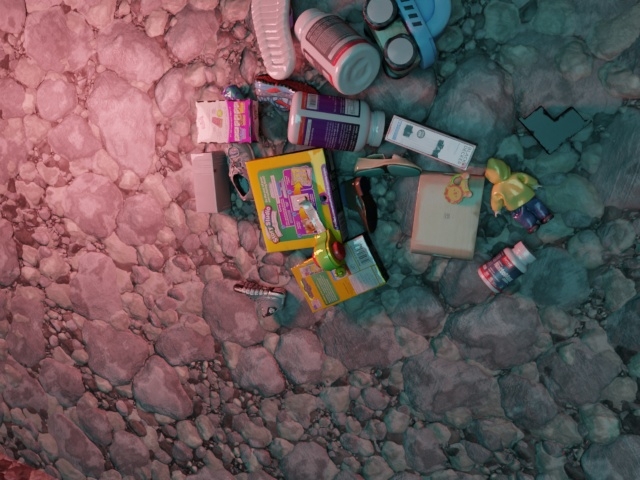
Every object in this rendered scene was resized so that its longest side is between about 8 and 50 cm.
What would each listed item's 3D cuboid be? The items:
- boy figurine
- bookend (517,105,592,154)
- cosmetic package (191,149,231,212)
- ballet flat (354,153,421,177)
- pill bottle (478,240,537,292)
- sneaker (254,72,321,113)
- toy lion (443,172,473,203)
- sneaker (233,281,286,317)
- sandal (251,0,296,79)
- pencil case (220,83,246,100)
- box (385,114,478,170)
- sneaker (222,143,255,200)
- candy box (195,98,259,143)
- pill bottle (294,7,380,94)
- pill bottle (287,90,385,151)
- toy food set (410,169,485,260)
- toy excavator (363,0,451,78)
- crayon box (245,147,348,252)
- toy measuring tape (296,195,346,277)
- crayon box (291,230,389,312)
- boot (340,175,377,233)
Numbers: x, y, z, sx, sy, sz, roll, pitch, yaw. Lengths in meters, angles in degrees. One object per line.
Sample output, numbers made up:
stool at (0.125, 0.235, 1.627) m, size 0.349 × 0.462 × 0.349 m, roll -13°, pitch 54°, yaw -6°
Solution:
boy figurine at (0.648, -0.155, 1.787) m, size 0.177 × 0.092 × 0.285 m, roll -42°, pitch 87°, yaw 15°
bookend at (0.752, -0.388, 1.710) m, size 0.156 × 0.072 × 0.157 m, roll -42°, pitch 87°, yaw 21°
cosmetic package at (-0.430, -0.231, 2.096) m, size 0.107 × 0.127 × 0.238 m, roll -2°, pitch 104°, yaw 19°
ballet flat at (0.241, -0.275, 1.900) m, size 0.248 × 0.086 × 0.086 m, roll 2°, pitch 103°, yaw 19°
pill bottle at (0.650, 0.089, 1.837) m, size 0.108 × 0.108 × 0.180 m, roll 47°, pitch 111°, yaw 3°
sneaker at (-0.116, -0.527, 1.958) m, size 0.261 × 0.104 × 0.125 m, roll 20°, pitch 135°, yaw 7°
toy lion at (0.467, -0.175, 1.805) m, size 0.096 × 0.034 × 0.100 m, roll -8°, pitch 90°, yaw 24°
sneaker at (-0.255, 0.252, 2.177) m, size 0.228 × 0.086 × 0.132 m, roll 8°, pitch 107°, yaw 15°
sandal at (-0.154, -0.774, 1.896) m, size 0.169 × 0.102 × 0.416 m, roll -5°, pitch 88°, yaw 33°
pencil case at (-0.312, -0.517, 2.023) m, size 0.070 × 0.064 × 0.152 m, roll -33°, pitch 91°, yaw -4°
box at (0.379, -0.334, 1.791) m, size 0.290 × 0.169 × 0.087 m, roll 23°, pitch 108°, yaw 11°
sneaker at (-0.307, -0.284, 2.048) m, size 0.105 × 0.115 × 0.281 m, roll -22°, pitch 95°, yaw 21°
candy box at (-0.347, -0.442, 1.976) m, size 0.233 × 0.071 × 0.159 m, roll 4°, pitch 100°, yaw 20°
pill bottle at (0.044, -0.644, 1.772) m, size 0.176 × 0.176 × 0.318 m, roll -50°, pitch 56°, yaw 21°
pill bottle at (0.053, -0.408, 1.844) m, size 0.322 × 0.181 × 0.182 m, roll 7°, pitch 106°, yaw -6°
toy food set at (0.449, -0.089, 1.879) m, size 0.219 × 0.092 × 0.306 m, roll 8°, pitch 97°, yaw 16°
toy excavator at (0.338, -0.800, 1.699) m, size 0.445 × 0.222 × 0.433 m, roll -26°, pitch 93°, yaw 8°
crayon box at (-0.086, -0.152, 2.006) m, size 0.313 × 0.106 × 0.363 m, roll -7°, pitch 105°, yaw 20°
toy measuring tape at (0.000, 0.000, 1.907) m, size 0.121 × 0.121 × 0.330 m, roll -25°, pitch 104°, yaw 21°
crayon box at (0.074, 0.124, 2.041) m, size 0.323 × 0.083 × 0.203 m, roll -25°, pitch 94°, yaw 20°
boot at (0.143, -0.132, 1.979) m, size 0.106 × 0.082 × 0.219 m, roll 1°, pitch 111°, yaw 41°
